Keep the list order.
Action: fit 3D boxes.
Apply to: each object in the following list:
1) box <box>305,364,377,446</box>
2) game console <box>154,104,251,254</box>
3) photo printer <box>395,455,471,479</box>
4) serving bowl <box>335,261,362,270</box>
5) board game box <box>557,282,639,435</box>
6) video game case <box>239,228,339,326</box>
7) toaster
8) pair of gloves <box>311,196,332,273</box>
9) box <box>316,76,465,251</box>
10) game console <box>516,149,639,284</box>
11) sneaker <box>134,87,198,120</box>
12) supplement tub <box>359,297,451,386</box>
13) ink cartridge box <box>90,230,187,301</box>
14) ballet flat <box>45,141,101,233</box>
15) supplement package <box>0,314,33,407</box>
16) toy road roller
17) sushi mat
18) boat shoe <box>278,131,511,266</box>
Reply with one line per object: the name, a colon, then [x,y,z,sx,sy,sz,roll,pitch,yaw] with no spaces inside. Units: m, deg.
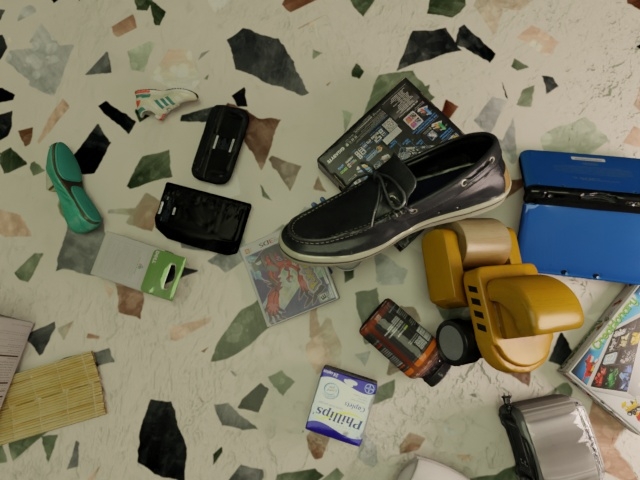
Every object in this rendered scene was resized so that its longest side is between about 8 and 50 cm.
box: [0.048,0.359,1.044,0.126,0.072,0.137,16,83,7]
game console: [-0.255,-0.157,1.164,0.213,0.044,0.361,16,83,4]
photo printer: [0.227,0.624,0.972,0.256,0.107,0.308,32,84,8]
serving bowl: [0.060,0.030,1.099,0.083,0.027,0.083,0,80,2]
board game box: [0.693,0.234,1.032,0.193,0.053,0.305,41,85,10]
video game case: [-0.075,0.074,1.107,0.183,0.023,0.201,-24,80,11]
toaster: [0.471,0.411,0.983,0.146,0.129,0.227,-13,78,-2]
pair of gloves: [0.000,0.000,1.131,0.198,0.023,0.159,-43,81,-4]
box: [0.194,-0.178,1.121,0.295,0.073,0.293,-44,83,-2]
game console: [0.592,-0.061,1.076,0.293,0.173,0.250,7,43,9]
sneaker: [-0.385,-0.340,1.201,0.161,0.057,0.075,0,97,2]
supplement tub: [0.187,0.226,1.040,0.198,0.106,0.106,42,86,9]
ink cartridge box: [-0.418,0.062,1.127,0.209,0.062,0.109,17,82,6]
ballet flat: [-0.622,-0.123,1.164,0.087,0.083,0.247,-32,78,12]
supplement package: [-0.810,0.294,1.042,0.177,0.175,0.293,12,75,7]
toy road roller: [0.367,0.095,0.958,0.202,0.240,0.330,-2,76,-26]
sushi mat: [-0.661,0.374,1.114,0.316,0.019,0.152,-17,79,0]
boat shoe: [0.145,-0.091,0.970,0.500,0.156,0.187,-19,42,-1]
